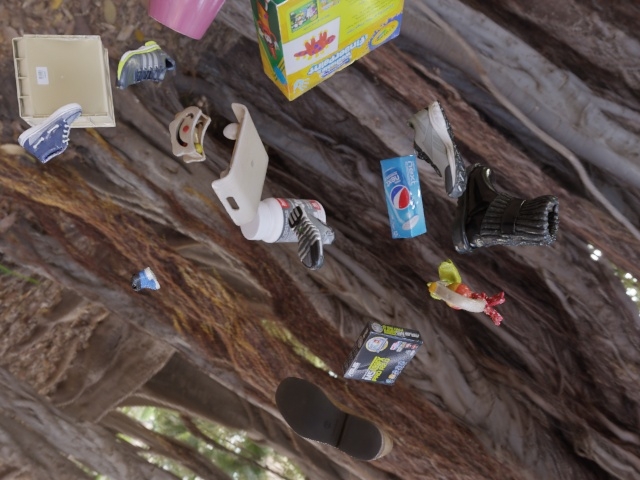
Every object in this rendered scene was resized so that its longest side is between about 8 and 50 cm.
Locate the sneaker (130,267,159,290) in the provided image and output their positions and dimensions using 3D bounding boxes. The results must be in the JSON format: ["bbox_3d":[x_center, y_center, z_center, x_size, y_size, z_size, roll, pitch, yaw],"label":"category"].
[{"bbox_3d":[-0.635,0.151,1.806,0.084,0.058,0.152,-26,164,-14],"label":"sneaker"}]

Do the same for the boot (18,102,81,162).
[{"bbox_3d":[-0.700,-0.288,1.350,0.190,0.086,0.069,-48,-175,-27],"label":"boot"}]

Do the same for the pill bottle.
[{"bbox_3d":[-0.136,-0.073,1.823,0.283,0.161,0.161,-1,141,-39],"label":"pill bottle"}]

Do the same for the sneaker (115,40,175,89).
[{"bbox_3d":[-0.622,-0.614,1.788,0.111,0.121,0.300,-57,-174,45],"label":"sneaker"}]

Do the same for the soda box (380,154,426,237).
[{"bbox_3d":[0.220,-0.115,1.325,0.067,0.210,0.071,-4,-170,45],"label":"soda box"}]

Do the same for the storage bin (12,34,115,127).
[{"bbox_3d":[-0.816,-0.505,1.608,0.123,0.260,0.263,177,-93,-74],"label":"storage bin"}]

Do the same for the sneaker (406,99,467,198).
[{"bbox_3d":[0.288,-0.215,1.241,0.107,0.100,0.272,-22,-121,20],"label":"sneaker"}]

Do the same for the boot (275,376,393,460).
[{"bbox_3d":[0.026,0.412,1.153,0.115,0.305,0.112,35,77,-55],"label":"boot"}]

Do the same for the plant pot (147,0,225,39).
[{"bbox_3d":[-0.300,-0.573,1.141,0.180,0.201,0.201,-62,-177,20],"label":"plant pot"}]

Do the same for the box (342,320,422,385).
[{"bbox_3d":[0.229,0.432,1.899,0.060,0.216,0.270,-98,-153,-52],"label":"box"}]

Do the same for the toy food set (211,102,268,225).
[{"bbox_3d":[-0.247,-0.228,1.511,0.220,0.092,0.306,70,24,-57],"label":"toy food set"}]

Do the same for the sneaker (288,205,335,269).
[{"bbox_3d":[0.000,0.000,1.387,0.086,0.132,0.229,-47,-138,27],"label":"sneaker"}]

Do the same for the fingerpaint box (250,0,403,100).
[{"bbox_3d":[0.030,-0.679,1.458,0.444,0.163,0.371,-35,160,-11],"label":"fingerpaint box"}]

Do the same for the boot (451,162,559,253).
[{"bbox_3d":[0.523,-0.105,1.395,0.260,0.131,0.348,-12,-137,37],"label":"boot"}]

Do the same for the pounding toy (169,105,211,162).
[{"bbox_3d":[-0.502,-0.430,2.028,0.154,0.270,0.155,-23,155,16],"label":"pounding toy"}]

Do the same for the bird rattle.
[{"bbox_3d":[0.439,0.181,1.552,0.206,0.253,0.143,1,121,-53],"label":"bird rattle"}]
